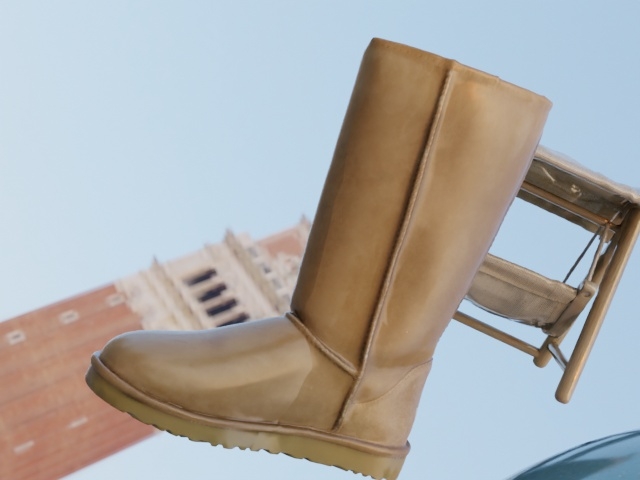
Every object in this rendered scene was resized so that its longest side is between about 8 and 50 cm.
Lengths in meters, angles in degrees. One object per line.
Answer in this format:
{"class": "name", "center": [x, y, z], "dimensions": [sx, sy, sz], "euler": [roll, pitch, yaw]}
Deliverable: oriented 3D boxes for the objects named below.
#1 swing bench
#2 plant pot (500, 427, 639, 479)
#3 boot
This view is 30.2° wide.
{"class": "swing bench", "center": [0.212, 0.005, 1.336], "dimensions": [0.165, 0.253, 0.254], "euler": [-93, -152, -79]}
{"class": "plant pot", "center": [0.117, 0.202, 0.460], "dimensions": [0.290, 0.195, 0.290], "euler": [-26, -124, 47]}
{"class": "boot", "center": [0.000, 0.000, 0.757], "dimensions": [0.089, 0.236, 0.269], "euler": [32, -76, 63]}
